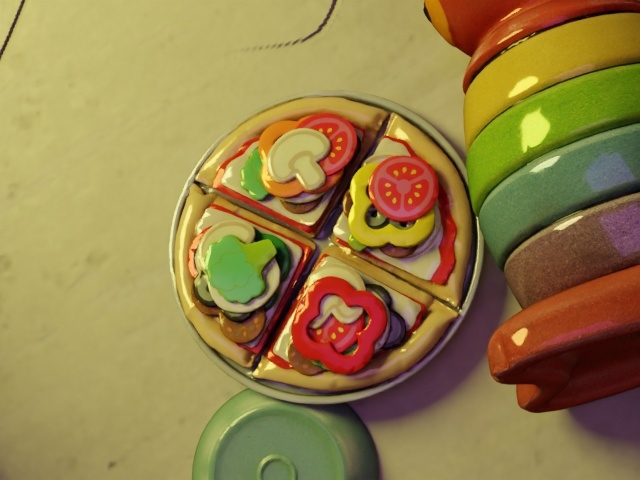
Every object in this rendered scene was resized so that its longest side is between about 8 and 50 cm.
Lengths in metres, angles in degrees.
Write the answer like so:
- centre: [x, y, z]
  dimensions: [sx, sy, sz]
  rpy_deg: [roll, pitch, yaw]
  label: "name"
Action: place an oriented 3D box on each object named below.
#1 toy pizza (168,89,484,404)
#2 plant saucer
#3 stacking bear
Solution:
- centre: [0.000, 0.000, 0.880]
  dimensions: [0.201, 0.032, 0.201]
  rpy_deg: [-3, 76, 11]
  label: "toy pizza"
- centre: [-0.025, 0.145, 0.876]
  dimensions: [0.119, 0.021, 0.119]
  rpy_deg: [-2, 81, 12]
  label: "plant saucer"
- centre: [0.144, -0.070, 0.811]
  dimensions: [0.164, 0.175, 0.289]
  rpy_deg: [-18, 71, 11]
  label: "stacking bear"
